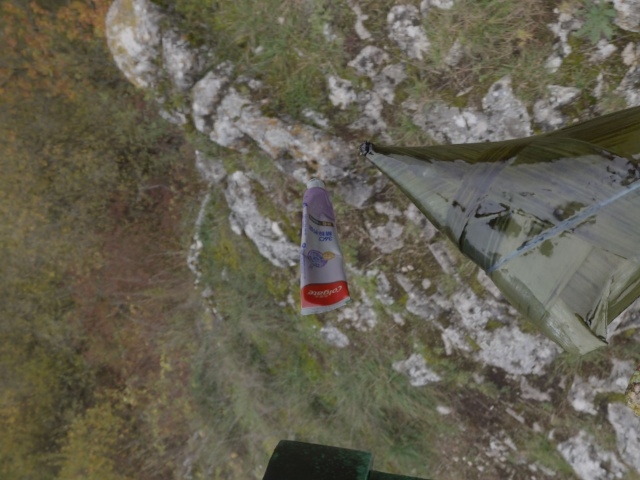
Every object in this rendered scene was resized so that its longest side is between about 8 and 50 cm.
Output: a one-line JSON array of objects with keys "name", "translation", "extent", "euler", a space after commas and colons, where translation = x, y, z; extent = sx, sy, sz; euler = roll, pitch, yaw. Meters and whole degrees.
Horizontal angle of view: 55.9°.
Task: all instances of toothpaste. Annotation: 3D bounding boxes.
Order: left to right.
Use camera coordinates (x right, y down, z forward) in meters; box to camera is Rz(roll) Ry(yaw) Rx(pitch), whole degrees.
[{"name": "toothpaste", "translation": [0.000, 0.000, 0.999], "extent": [0.075, 0.301, 0.048], "euler": [6, 133, -11]}]

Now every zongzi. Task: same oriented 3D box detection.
[{"name": "zongzi", "translation": [0.183, -0.068, 0.464], "extent": [0.242, 0.112, 0.221], "euler": [45, 107, 11]}]

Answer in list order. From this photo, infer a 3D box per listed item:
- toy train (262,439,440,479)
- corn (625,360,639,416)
[{"name": "toy train", "translation": [0.081, 0.270, 0.477], "extent": [0.331, 0.138, 0.178], "euler": [2, 124, 14]}, {"name": "corn", "translation": [0.456, 0.122, 0.724], "extent": [0.086, 0.253, 0.086], "euler": [41, 156, 22]}]
